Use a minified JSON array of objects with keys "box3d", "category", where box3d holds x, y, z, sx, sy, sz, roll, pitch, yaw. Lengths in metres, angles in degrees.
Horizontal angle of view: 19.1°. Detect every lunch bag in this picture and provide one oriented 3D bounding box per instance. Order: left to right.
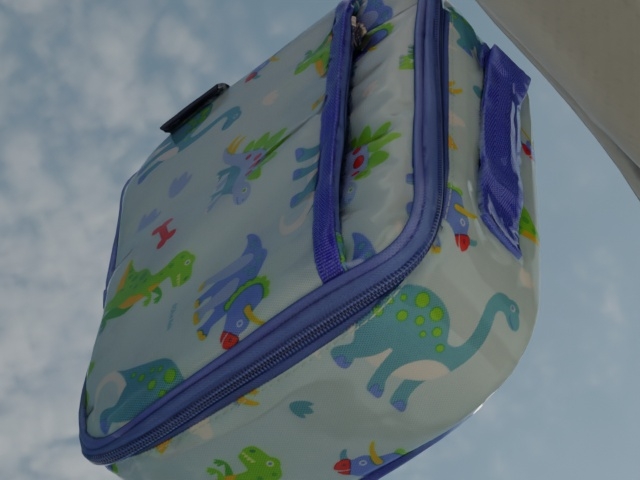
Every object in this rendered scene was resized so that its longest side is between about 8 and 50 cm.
[{"box3d":[0.000,0.000,0.726,0.090,0.176,0.219,46,-153,-24],"category":"lunch bag"}]

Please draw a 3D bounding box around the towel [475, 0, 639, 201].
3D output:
[{"box3d":[0.218,-0.045,0.307,0.332,0.317,0.053,48,-159,-18],"category":"towel"}]
